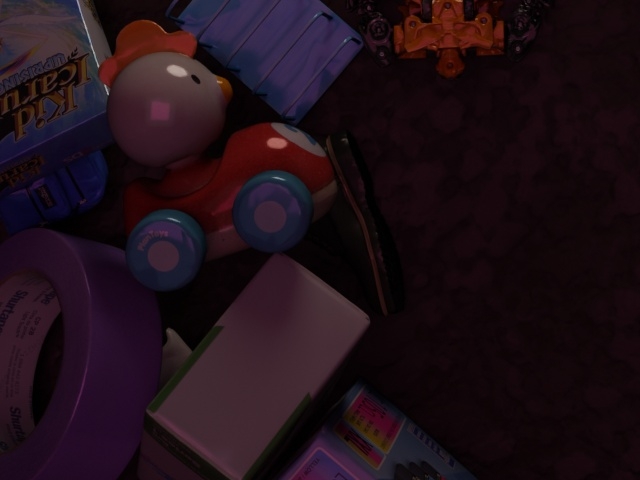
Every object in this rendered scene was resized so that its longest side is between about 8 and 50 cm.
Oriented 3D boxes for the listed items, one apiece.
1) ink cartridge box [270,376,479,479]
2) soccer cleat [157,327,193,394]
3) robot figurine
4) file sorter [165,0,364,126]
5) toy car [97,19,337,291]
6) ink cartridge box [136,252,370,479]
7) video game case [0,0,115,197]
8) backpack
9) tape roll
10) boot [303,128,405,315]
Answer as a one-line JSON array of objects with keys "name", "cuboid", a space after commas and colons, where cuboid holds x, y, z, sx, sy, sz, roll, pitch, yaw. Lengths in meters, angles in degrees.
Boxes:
[{"name": "ink cartridge box", "cuboid": [0.124, 0.335, 1.589, 0.395, 0.270, 0.151, 43, 101, 3]}, {"name": "soccer cleat", "cuboid": [-0.222, 0.165, 1.729, 0.196, 0.068, 0.076, -28, 85, 1]}, {"name": "robot figurine", "cuboid": [0.130, -0.306, 1.640, 0.211, 0.085, 0.291, -1, 93, 8]}, {"name": "file sorter", "cuboid": [-0.058, -0.215, 1.660, 0.170, 0.104, 0.118, 41, 98, 3]}, {"name": "toy car", "cuboid": [-0.114, -0.104, 1.544, 0.210, 0.219, 0.238, -20, 101, 10]}, {"name": "ink cartridge box", "cuboid": [-0.073, 0.158, 1.573, 0.117, 0.278, 0.201, 37, 69, 6]}, {"name": "video game case", "cuboid": [-0.348, -0.163, 1.671, 0.270, 0.061, 0.244, -25, 63, 8]}, {"name": "backpack", "cuboid": [-0.284, -0.059, 1.700, 0.120, 0.101, 0.098, -23, 116, 6]}, {"name": "tape roll", "cuboid": [-0.277, 0.129, 1.636, 0.275, 0.090, 0.274, -21, 62, 44]}, {"name": "boot", "cuboid": [0.000, 0.000, 1.690, 0.137, 0.077, 0.197, -20, 78, 13]}]
